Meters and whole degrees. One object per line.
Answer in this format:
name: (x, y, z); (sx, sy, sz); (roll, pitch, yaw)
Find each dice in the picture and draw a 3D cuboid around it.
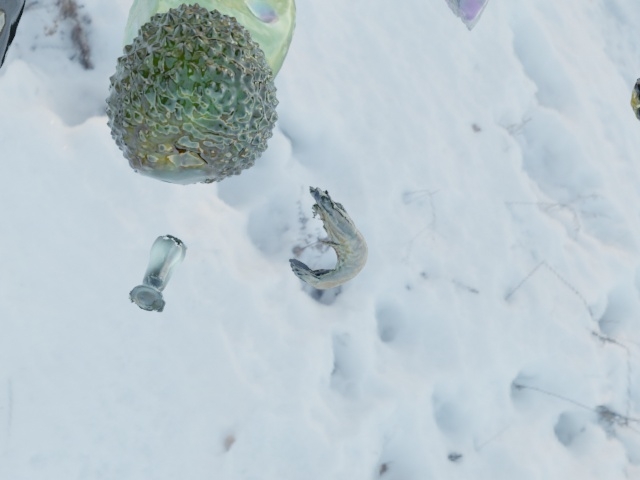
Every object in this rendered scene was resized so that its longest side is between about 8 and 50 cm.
dice: (-0.205, -0.391, 1.386); (0.254, 0.252, 0.250); (22, 50, -26)

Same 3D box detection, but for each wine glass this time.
wine glass: (-0.301, 0.061, 1.427); (0.072, 0.072, 0.155); (38, 33, -19)

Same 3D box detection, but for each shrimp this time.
shrimp: (0.000, 0.000, 1.439); (0.152, 0.046, 0.219); (-31, 122, -3)

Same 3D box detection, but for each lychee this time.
lychee: (-0.114, -0.136, 0.692); (0.171, 0.171, 0.171); (12, 68, -32)

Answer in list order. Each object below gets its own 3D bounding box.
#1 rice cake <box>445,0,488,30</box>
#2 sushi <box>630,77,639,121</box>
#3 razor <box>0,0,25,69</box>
rice cake: (0.181, -0.339, 0.733); (0.055, 0.049, 0.270); (-5, 120, -55)
sushi: (0.197, -0.035, 0.400); (0.126, 0.026, 0.120); (19, 58, -45)
razor: (-0.200, -0.234, 0.320); (0.189, 0.107, 0.327); (9, 91, -1)
